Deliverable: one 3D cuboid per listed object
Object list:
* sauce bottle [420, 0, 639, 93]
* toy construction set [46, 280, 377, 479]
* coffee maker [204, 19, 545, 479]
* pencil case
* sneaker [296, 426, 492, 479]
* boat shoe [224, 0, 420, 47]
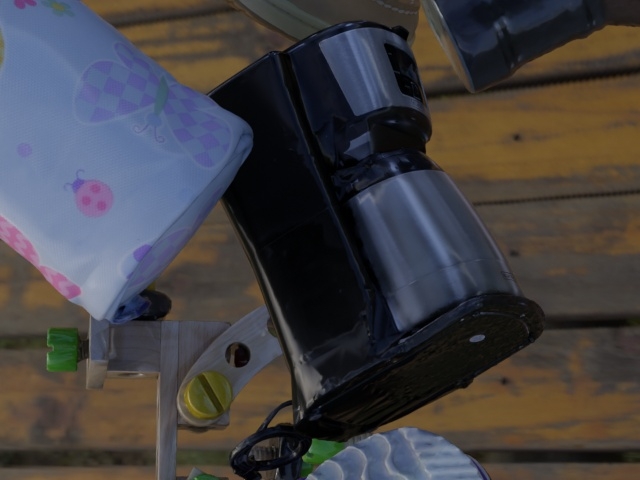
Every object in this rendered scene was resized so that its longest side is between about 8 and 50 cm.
[{"bbox_3d":[0.220,-0.181,0.827,0.344,0.111,0.111,-28,68,2],"label":"sauce bottle"},{"bbox_3d":[-0.094,0.149,1.173,0.237,0.309,0.257,9,100,-12],"label":"toy construction set"},{"bbox_3d":[0.000,0.000,0.792,0.171,0.120,0.178,-23,66,-4],"label":"coffee maker"},{"bbox_3d":[-0.160,-0.086,0.719,0.273,0.124,0.113,39,108,-4],"label":"pencil case"},{"bbox_3d":[-0.037,0.190,0.794,0.293,0.146,0.102,-27,80,9],"label":"sneaker"},{"bbox_3d":[-0.038,-0.188,0.866,0.098,0.302,0.109,-53,42,15],"label":"boat shoe"}]
